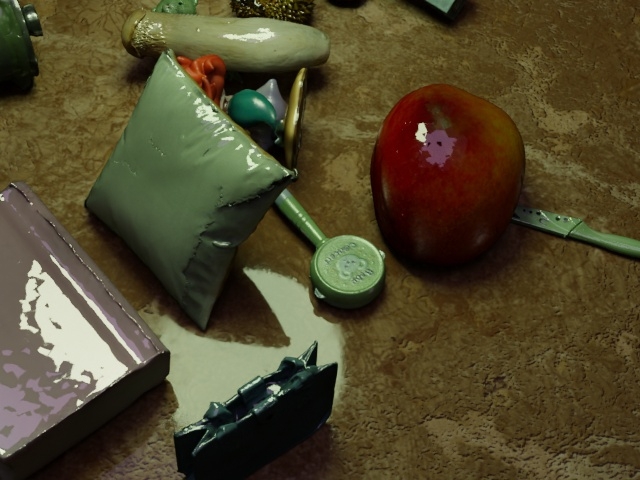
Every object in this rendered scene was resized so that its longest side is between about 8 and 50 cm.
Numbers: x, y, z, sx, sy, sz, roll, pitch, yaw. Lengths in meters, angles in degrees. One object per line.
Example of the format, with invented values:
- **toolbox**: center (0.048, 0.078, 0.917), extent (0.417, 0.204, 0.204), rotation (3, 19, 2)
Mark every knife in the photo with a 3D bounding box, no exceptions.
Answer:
- **knife**: center (0.420, -0.016, 1.643), extent (0.293, 0.020, 0.043), rotation (15, 60, 10)

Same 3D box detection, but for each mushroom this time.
- **mushroom**: center (-0.158, -0.339, 1.731), extent (0.351, 0.095, 0.123), rotation (6, 21, -1)

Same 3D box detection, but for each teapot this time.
- **teapot**: center (-0.640, -0.349, 1.684), extent (0.337, 0.200, 0.271), rotation (-20, 104, -18)

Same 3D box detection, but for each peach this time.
- **peach**: center (0.185, -0.100, 1.593), extent (0.248, 0.245, 0.275), rotation (-2, 63, 33)

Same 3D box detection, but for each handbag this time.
- **handbag**: center (-0.083, 0.239, 1.351), extent (0.229, 0.179, 0.062), rotation (-31, 62, -23)

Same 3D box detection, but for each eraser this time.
- **eraser**: center (-0.425, 0.117, 1.424), extent (0.272, 0.122, 0.359), rotation (-36, 70, -28)

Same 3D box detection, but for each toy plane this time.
- **toy plane**: center (-0.152, -0.322, 1.804), extent (0.102, 0.040, 0.111), rotation (9, 55, 1)

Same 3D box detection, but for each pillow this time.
- **pillow**: center (-0.204, -0.075, 1.511), extent (0.310, 0.312, 0.119), rotation (43, 28, 20)

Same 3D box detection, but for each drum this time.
- **drum**: center (-0.013, 0.013, 1.582), extent (0.253, 0.049, 0.130), rotation (33, 61, 18)

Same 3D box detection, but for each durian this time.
- **durian**: center (-0.085, -0.446, 1.840), extent (0.158, 0.137, 0.168), rotation (4, 44, 25)

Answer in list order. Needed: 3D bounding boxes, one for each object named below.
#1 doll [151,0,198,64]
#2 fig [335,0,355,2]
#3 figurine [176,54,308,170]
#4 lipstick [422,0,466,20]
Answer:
- **doll**: center (-0.250, -0.377, 1.822), extent (0.115, 0.077, 0.150), rotation (-19, 70, -3)
- **fig**: center (0.047, -0.501, 1.918), extent (0.088, 0.089, 0.125), rotation (3, 38, -1)
- **figurine**: center (-0.156, -0.217, 1.643), extent (0.257, 0.181, 0.208), rotation (6, 35, 1)
- **lipstick**: center (0.111, -0.543, 1.914), extent (0.371, 0.080, 0.076), rotation (36, 101, 15)
